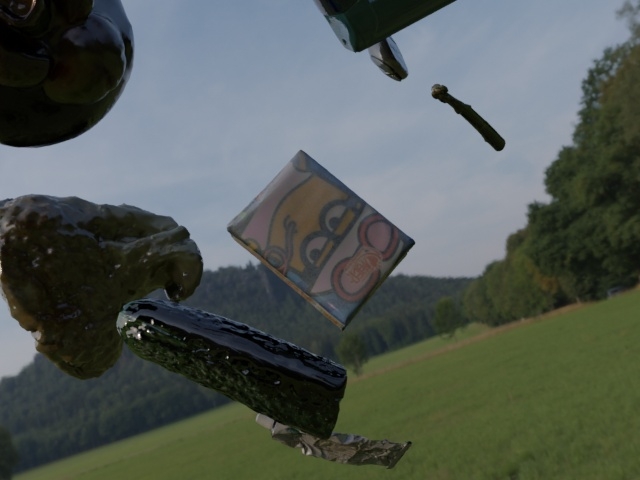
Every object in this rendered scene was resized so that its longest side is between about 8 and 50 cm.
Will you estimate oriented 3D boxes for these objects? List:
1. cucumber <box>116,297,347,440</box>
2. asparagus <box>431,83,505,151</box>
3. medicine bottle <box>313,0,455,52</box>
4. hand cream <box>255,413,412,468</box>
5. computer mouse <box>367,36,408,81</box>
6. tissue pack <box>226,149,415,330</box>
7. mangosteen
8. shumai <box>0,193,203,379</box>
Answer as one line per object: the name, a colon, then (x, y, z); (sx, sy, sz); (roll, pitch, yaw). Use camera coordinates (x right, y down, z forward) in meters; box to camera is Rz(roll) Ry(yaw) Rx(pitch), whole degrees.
cucumber: (-0.089, 0.113, 0.674); (0.241, 0.074, 0.074); (22, -10, 8)
asparagus: (0.147, -0.120, 0.679); (0.018, 0.015, 0.127); (-40, -42, 23)
medicine bottle: (0.107, -0.357, 0.961); (0.258, 0.124, 0.079); (-29, 32, -12)
hand cream: (0.017, 0.331, 1.156); (0.257, 0.050, 0.084); (18, -53, -3)
computer mouse: (0.096, -0.275, 1.037); (0.039, 0.096, 0.066); (-30, -33, 22)
tissue pack: (0.000, 0.000, 0.708); (0.115, 0.155, 0.065); (-48, -5, -10)
mangosteen: (-0.348, -0.237, 0.785); (0.233, 0.287, 0.287); (-29, -13, 4)
shumai: (-0.325, 0.029, 1.057); (0.262, 0.314, 0.267); (-27, 32, 4)
